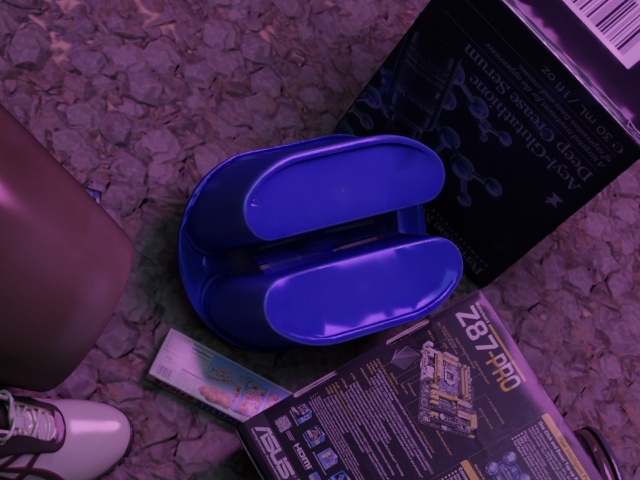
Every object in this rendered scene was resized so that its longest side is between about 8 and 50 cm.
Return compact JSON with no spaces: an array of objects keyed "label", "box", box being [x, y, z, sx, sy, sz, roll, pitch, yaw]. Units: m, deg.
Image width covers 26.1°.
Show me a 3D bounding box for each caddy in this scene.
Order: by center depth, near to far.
[{"label":"caddy","box":[0.000,0.000,1.630,0.341,0.179,0.241,-13,94,-29]}]

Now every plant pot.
[{"label":"plant pot","box":[-0.357,0.007,1.408,0.280,0.323,0.323,32,56,-23]}]

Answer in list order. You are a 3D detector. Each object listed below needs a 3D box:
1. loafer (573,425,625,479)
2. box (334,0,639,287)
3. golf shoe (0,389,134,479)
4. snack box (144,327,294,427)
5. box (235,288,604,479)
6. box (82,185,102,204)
[{"label":"loafer","box":[0.325,0.354,1.647,0.084,0.096,0.267,-5,69,-19]},{"label":"box","box":[0.246,-0.176,1.690,0.293,0.395,0.212,47,57,4]},{"label":"golf shoe","box":[-0.315,0.205,1.420,0.273,0.120,0.105,-1,64,-26]},{"label":"snack box","box":[-0.109,0.170,1.584,0.178,0.022,0.064,29,57,-8]},{"label":"box","box":[0.139,0.295,1.477,0.318,0.097,0.395,-31,71,-4]},{"label":"box","box":[-0.325,-0.029,1.584,0.137,0.027,0.094,14,61,-17]}]
